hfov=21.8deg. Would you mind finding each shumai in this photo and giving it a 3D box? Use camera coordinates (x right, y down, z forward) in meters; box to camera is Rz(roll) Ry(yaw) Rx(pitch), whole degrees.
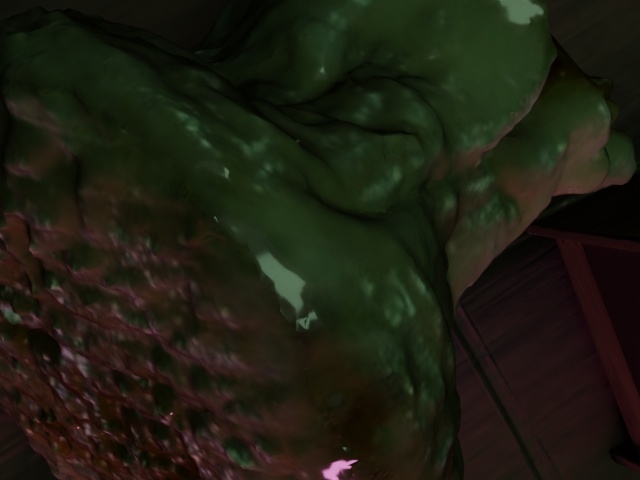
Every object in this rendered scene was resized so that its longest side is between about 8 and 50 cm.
[{"bbox_3d":[0.000,0.000,0.855,0.323,0.324,0.397,-44,143,-29],"label":"shumai"}]

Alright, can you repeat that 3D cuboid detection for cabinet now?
[{"bbox_3d":[0.250,0.042,0.971,0.148,0.215,0.174,-25,100,-14],"label":"cabinet"}]
